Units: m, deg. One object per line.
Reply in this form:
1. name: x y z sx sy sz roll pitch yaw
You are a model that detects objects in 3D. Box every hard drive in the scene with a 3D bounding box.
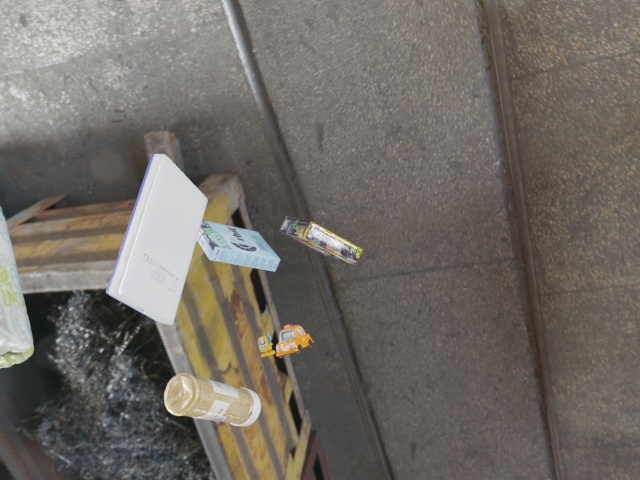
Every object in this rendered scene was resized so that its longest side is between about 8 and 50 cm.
1. hard drive: -0.348 0.002 1.207 0.040 0.319 0.210 2 156 19

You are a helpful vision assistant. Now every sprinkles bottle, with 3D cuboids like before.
1. sprinkles bottle: -0.323 0.495 1.685 0.121 0.121 0.355 -16 152 20

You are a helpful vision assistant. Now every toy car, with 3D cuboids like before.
1. toy car: -0.064 0.142 0.763 0.122 0.060 0.040 -19 85 42

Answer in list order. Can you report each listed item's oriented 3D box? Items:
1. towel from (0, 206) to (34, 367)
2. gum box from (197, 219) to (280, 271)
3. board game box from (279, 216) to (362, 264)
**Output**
1. towel: -0.641 0.071 0.776 0.320 0.374 0.090 59 138 30
2. gum box: -0.216 0.012 1.389 0.184 0.157 0.041 13 110 -36
3. board game box: 0.000 0.000 1.399 0.170 0.141 0.048 28 81 -31
